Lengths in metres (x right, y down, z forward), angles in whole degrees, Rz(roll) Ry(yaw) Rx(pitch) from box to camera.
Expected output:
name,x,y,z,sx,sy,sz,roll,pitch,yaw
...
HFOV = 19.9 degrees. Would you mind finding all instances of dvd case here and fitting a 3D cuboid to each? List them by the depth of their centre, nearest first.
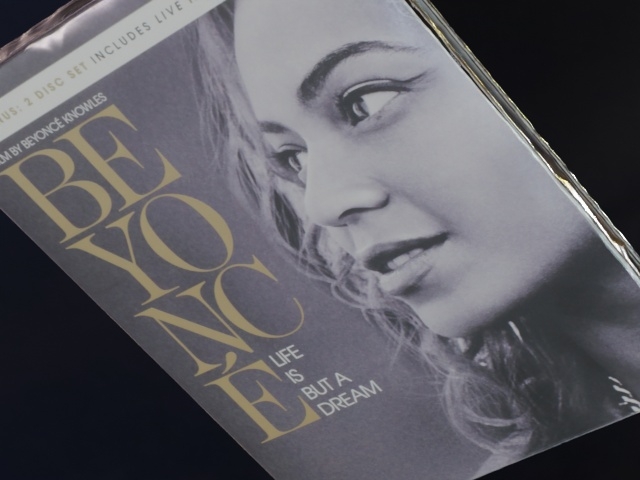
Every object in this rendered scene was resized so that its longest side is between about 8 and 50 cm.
name,x,y,z,sx,sy,sz,roll,pitch,yaw
dvd case,0.000,0.000,0.590,0.164,0.221,0.018,-27,-152,31
